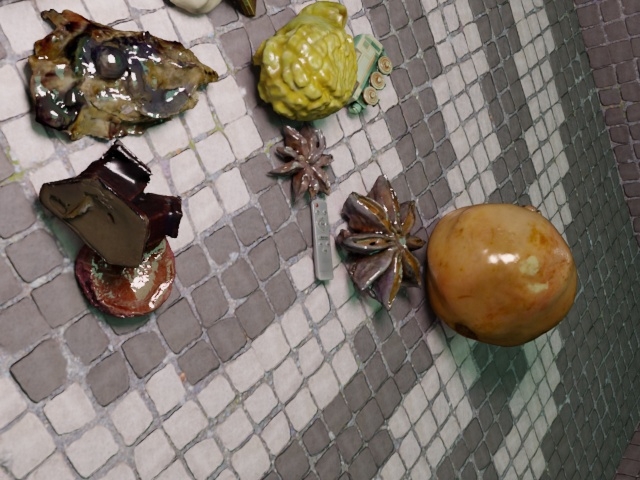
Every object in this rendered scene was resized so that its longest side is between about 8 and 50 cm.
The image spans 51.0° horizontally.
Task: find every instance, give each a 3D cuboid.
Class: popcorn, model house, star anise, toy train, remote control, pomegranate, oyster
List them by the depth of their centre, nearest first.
[{"bbox_3d":[-0.329,-0.063,1.122,0.203,0.141,0.164,48,23,-7],"label":"model house"},{"bbox_3d":[-0.328,-0.273,1.182,0.361,0.096,0.221,3,92,-43],"label":"oyster"},{"bbox_3d":[-0.015,-0.370,1.448,0.286,0.173,0.225,-57,135,-43],"label":"popcorn"},{"bbox_3d":[-0.029,-0.166,1.488,0.195,0.065,0.182,49,55,-34],"label":"star anise"},{"bbox_3d":[0.000,0.000,1.534,0.050,0.027,0.184,2,81,-46],"label":"remote control"},{"bbox_3d":[0.147,0.005,1.620,0.331,0.117,0.332,16,69,-49],"label":"star anise"},{"bbox_3d":[0.097,-0.402,1.629,0.125,0.081,0.194,38,64,-25],"label":"toy train"},{"bbox_3d":[0.472,0.076,1.749,0.411,0.411,0.411,4,84,-45],"label":"pomegranate"}]

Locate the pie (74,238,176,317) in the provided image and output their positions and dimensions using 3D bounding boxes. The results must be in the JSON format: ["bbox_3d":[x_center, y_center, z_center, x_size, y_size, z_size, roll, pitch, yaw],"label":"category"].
[{"bbox_3d":[-0.336,0.048,1.176,0.182,0.049,0.182,2,87,-40],"label":"pie"}]

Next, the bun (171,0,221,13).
[{"bbox_3d":[-0.237,-0.533,1.282,0.183,0.102,0.183,7,80,-43],"label":"bun"}]

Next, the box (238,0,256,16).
[{"bbox_3d":[-0.152,-0.526,1.368,0.133,0.023,0.090,43,48,-81],"label":"box"}]
